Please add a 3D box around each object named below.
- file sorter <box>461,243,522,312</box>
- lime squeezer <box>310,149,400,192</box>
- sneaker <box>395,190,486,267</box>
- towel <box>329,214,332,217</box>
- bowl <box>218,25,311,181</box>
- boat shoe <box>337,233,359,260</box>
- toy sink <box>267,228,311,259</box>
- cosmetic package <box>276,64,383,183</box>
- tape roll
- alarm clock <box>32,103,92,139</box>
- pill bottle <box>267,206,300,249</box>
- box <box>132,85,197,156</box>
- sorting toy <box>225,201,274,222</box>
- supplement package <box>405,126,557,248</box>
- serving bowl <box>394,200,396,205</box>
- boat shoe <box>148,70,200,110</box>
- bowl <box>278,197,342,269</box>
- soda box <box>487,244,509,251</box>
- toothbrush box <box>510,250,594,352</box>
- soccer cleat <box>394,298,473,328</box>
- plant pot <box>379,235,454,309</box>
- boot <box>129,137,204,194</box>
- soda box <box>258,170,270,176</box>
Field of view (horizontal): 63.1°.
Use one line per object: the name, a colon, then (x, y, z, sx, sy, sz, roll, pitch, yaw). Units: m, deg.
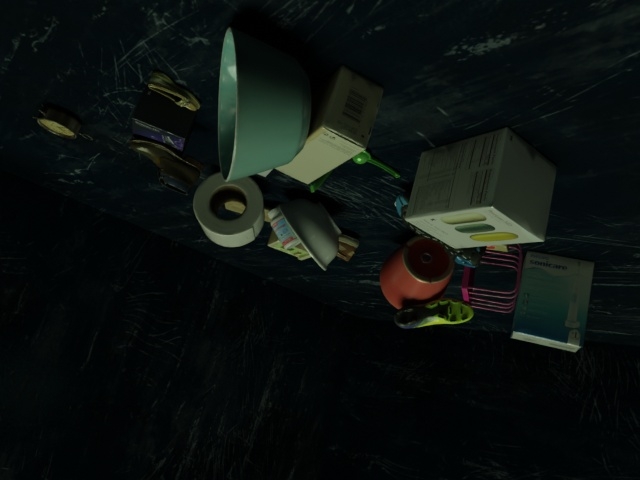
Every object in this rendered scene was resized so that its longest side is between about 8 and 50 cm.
file sorter: (0.614, 0.125, 1.857, 0.182, 0.202, 0.290, 7, 162, 20)
lime squeezer: (0.095, -0.208, 1.406, 0.310, 0.110, 0.059, -13, 164, -35)
sneaker: (0.378, -0.059, 1.609, 0.341, 0.139, 0.125, 36, 169, -17)
towel: (-0.031, -0.101, 2.060, 0.152, 0.023, 0.113, 19, 162, -2)
bowl: (-0.120, -0.275, 1.099, 0.163, 0.311, 0.311, 1, 169, -17)
boat shoe: (0.000, 0.000, 2.146, 0.324, 0.116, 0.123, 20, -178, -11)
toy sink: (-0.087, 0.001, 2.255, 0.234, 0.131, 0.153, 21, 164, -20)
cosmetic package: (0.008, -0.256, 1.217, 0.113, 0.160, 0.309, 24, 162, -21)
tape roll: (-0.327, -0.112, 1.895, 0.246, 0.246, 0.169, 16, 165, -1)
alarm clock: (-0.878, -0.397, 1.795, 0.192, 0.064, 0.129, 30, 159, -35)
pill bottle: (-0.140, -0.052, 2.047, 0.160, 0.087, 0.087, 59, 166, 8)
box: (-0.453, -0.332, 1.510, 0.153, 0.108, 0.207, 21, 164, -13)
sorting toy: (-0.340, -0.153, 2.160, 0.307, 0.041, 0.229, 17, 169, -3)
supplement package: (0.382, -0.112, 1.256, 0.199, 0.198, 0.263, 26, 162, -30)
serving bowl: (0.279, -0.119, 1.655, 0.083, 0.027, 0.083, 16, 164, 5)
boat shoe: (-0.384, -0.382, 1.374, 0.056, 0.048, 0.153, 5, 161, 36)
bowl: (-0.016, -0.048, 1.900, 0.298, 0.134, 0.298, 54, -176, -5)
soda box: (0.530, -0.009, 1.729, 0.181, 0.058, 0.061, 8, 163, 27)
toothbrush box: (0.785, 0.205, 1.773, 0.216, 0.295, 0.126, 10, 164, 18)
soccer cleat: (0.417, 0.271, 1.935, 0.289, 0.093, 0.121, -9, 167, 13)
plant pot: (0.376, 0.112, 1.975, 0.275, 0.275, 0.243, 16, 155, 2)
boot: (-0.459, -0.215, 1.515, 0.219, 0.106, 0.082, 20, 164, -16)
soda box: (-0.159, -0.258, 1.543, 0.074, 0.069, 0.216, 20, 165, -17)
